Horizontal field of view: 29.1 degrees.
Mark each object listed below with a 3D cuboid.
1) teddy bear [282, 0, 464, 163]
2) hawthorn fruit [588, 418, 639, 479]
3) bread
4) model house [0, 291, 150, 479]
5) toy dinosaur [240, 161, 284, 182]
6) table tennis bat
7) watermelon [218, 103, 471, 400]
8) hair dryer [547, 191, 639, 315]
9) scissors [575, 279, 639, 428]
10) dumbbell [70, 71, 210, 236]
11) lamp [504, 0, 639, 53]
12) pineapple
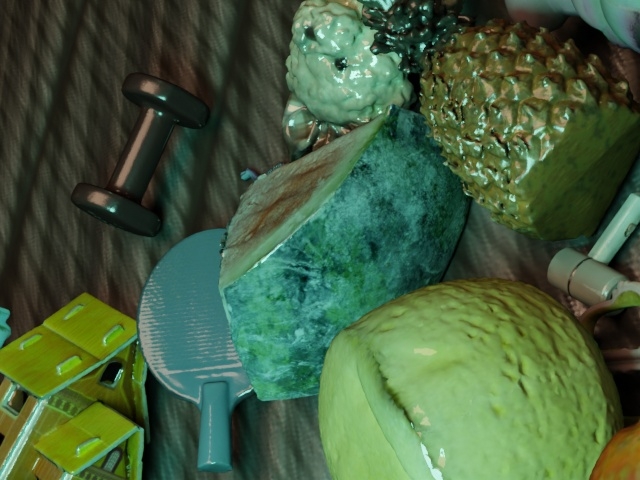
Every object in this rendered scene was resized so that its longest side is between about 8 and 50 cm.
[{"bbox_3d":[0.026,-0.313,1.526,0.327,0.375,0.362,31,77,36],"label":"teddy bear"},{"bbox_3d":[0.362,0.245,0.963,0.307,0.276,0.276,38,97,19],"label":"hawthorn fruit"},{"bbox_3d":[0.142,0.190,1.187,0.320,0.237,0.321,175,90,-70],"label":"bread"},{"bbox_3d":[-0.360,0.216,1.584,0.300,0.340,0.324,19,77,45],"label":"model house"},{"bbox_3d":[-0.064,-0.067,1.668,0.197,0.045,0.080,19,78,56],"label":"toy dinosaur"},{"bbox_3d":[-0.132,0.132,1.567,0.215,0.044,0.329,-6,63,8],"label":"table tennis bat"},{"bbox_3d":[0.000,0.000,1.470,0.387,0.228,0.258,-53,33,0],"label":"watermelon"},{"bbox_3d":[0.307,0.007,1.284,0.137,0.047,0.082,-54,43,-4],"label":"hair dryer"},{"bbox_3d":[0.331,0.108,1.136,0.317,0.024,0.160,-15,71,59],"label":"scissors"},{"bbox_3d":[-0.264,-0.125,1.819,0.124,0.140,0.225,12,75,54],"label":"dumbbell"},{"bbox_3d":[0.341,-0.317,1.284,0.247,0.247,0.301,-32,36,-27],"label":"lamp"},{"bbox_3d":[0.178,-0.169,1.339,0.202,0.202,0.362,-49,59,11],"label":"pineapple"}]
